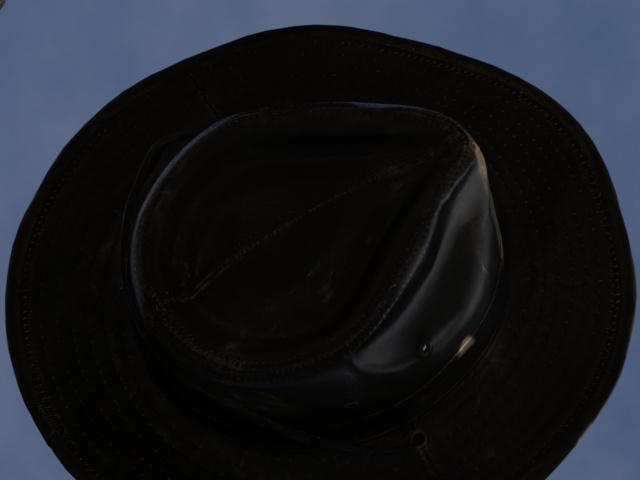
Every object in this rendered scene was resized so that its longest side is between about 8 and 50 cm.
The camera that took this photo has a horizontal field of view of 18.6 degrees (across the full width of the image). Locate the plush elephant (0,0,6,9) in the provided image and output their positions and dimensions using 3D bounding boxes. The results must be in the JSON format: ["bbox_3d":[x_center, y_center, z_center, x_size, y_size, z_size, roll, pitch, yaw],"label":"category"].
[{"bbox_3d":[-0.263,-0.080,0.793,0.255,0.330,0.271,0,-123,-1],"label":"plush elephant"}]

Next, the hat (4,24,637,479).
[{"bbox_3d":[0.000,0.000,0.974,0.331,0.134,0.331,0,-114,0],"label":"hat"}]
